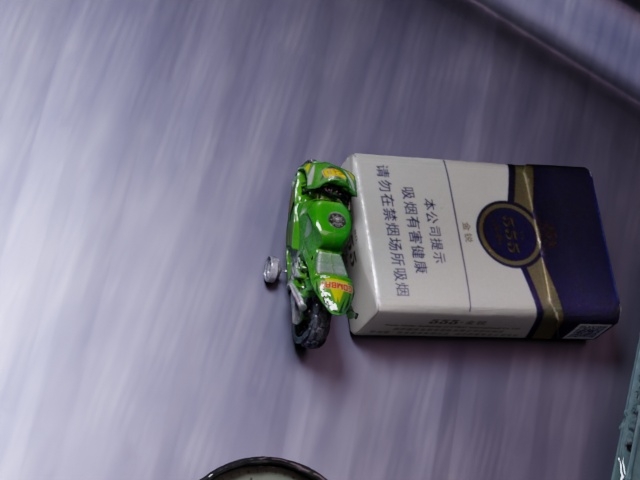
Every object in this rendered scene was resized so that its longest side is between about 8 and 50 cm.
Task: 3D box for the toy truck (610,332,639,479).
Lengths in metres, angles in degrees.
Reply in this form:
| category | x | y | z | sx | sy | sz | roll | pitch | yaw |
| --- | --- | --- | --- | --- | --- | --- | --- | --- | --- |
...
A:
| category | x | y | z | sx | sy | sz | roll | pitch | yaw |
| --- | --- | --- | --- | --- | --- | --- | --- | --- | --- |
| toy truck | 0.381 | 0.132 | 1.871 | 0.184 | 0.133 | 0.338 | 16 | 61 | -5 |

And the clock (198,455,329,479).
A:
| category | x | y | z | sx | sy | sz | roll | pitch | yaw |
| --- | --- | --- | --- | --- | --- | --- | --- | --- | --- |
| clock | -0.044 | 0.269 | 1.665 | 0.184 | 0.040 | 0.184 | 10 | 61 | -19 |

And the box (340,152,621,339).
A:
| category | x | y | z | sx | sy | sz | roll | pitch | yaw |
| --- | --- | --- | --- | --- | --- | --- | --- | --- | --- |
| box | 0.146 | 0.008 | 1.865 | 0.259 | 0.071 | 0.168 | 1 | 64 | -22 |

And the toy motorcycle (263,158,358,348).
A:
| category | x | y | z | sx | sy | sz | roll | pitch | yaw |
| --- | --- | --- | --- | --- | --- | --- | --- | --- | --- |
| toy motorcycle | 0.000 | 0.000 | 1.785 | 0.074 | 0.106 | 0.190 | 9 | 60 | -19 |
